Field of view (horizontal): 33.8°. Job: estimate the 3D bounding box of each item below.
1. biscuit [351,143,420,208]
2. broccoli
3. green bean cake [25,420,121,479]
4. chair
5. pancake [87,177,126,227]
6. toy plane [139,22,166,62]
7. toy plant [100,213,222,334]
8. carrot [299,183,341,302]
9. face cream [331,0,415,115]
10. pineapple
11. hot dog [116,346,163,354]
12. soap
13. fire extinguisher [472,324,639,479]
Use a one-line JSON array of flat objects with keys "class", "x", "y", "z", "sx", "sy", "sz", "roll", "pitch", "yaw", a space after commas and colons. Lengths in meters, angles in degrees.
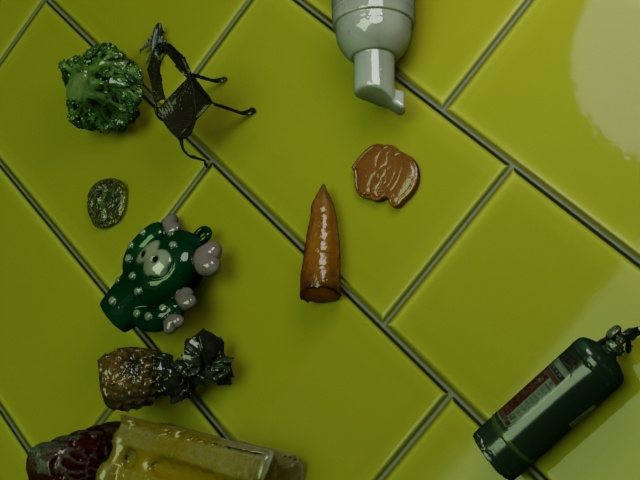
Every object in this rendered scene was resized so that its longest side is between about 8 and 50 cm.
[{"class": "biscuit", "x": 0.108, "y": -0.111, "z": 1.777, "sx": 0.130, "sy": 0.019, "sz": 0.102, "roll": 27, "pitch": 90, "yaw": 35}, {"class": "broccoli", "x": -0.435, "y": -0.297, "z": 2.086, "sx": 0.195, "sy": 0.156, "sz": 0.195, "roll": 5, "pitch": 107, "yaw": 15}, {"class": "green bean cake", "x": -0.412, "y": 0.452, "z": 1.868, "sx": 0.097, "sy": 0.198, "sz": 0.233, "roll": -7, "pitch": 88, "yaw": 38}, {"class": "chair", "x": -0.242, "y": -0.256, "z": 1.920, "sx": 0.149, "sy": 0.213, "sz": 0.174, "roll": -44, "pitch": 57, "yaw": 7}, {"class": "pancake", "x": -0.425, "y": -0.074, "z": 2.090, "sx": 0.108, "sy": 0.017, "sz": 0.108, "roll": -9, "pitch": 74, "yaw": 32}, {"class": "toy plane", "x": -0.329, "y": -0.396, "z": 2.115, "sx": 0.078, "sy": 0.031, "sz": 0.083, "roll": 7, "pitch": 80, "yaw": 32}, {"class": "toy plant", "x": -0.285, "y": 0.062, "z": 1.904, "sx": 0.232, "sy": 0.112, "sz": 0.243, "roll": 14, "pitch": 66, "yaw": 40}, {"class": "carrot", "x": 0.000, "y": 0.000, "z": 1.784, "sx": 0.072, "sy": 0.072, "sz": 0.205, "roll": -10, "pitch": 69, "yaw": 29}, {"class": "face cream", "x": 0.090, "y": -0.391, "z": 1.791, "sx": 0.145, "sy": 0.145, "sz": 0.370, "roll": -10, "pitch": 70, "yaw": 29}, {"class": "pineapple", "x": -0.263, "y": 0.227, "z": 1.819, "sx": 0.237, "sy": 0.119, "sz": 0.111, "roll": -9, "pitch": 59, "yaw": 3}, {"class": "hot dog", "x": -0.340, "y": 0.243, "z": 1.922, "sx": 0.147, "sy": 0.065, "sz": 0.099, "roll": -1, "pitch": 85, "yaw": 29}, {"class": "soap", "x": -0.216, "y": 0.460, "z": 1.732, "sx": 0.335, "sy": 0.156, "sz": 0.293, "roll": 4, "pitch": 76, "yaw": 32}, {"class": "fire extinguisher", "x": 0.349, "y": 0.211, "z": 1.497, "sx": 0.093, "sy": 0.118, "sz": 0.294, "roll": 44, "pitch": 102, "yaw": -3}]
